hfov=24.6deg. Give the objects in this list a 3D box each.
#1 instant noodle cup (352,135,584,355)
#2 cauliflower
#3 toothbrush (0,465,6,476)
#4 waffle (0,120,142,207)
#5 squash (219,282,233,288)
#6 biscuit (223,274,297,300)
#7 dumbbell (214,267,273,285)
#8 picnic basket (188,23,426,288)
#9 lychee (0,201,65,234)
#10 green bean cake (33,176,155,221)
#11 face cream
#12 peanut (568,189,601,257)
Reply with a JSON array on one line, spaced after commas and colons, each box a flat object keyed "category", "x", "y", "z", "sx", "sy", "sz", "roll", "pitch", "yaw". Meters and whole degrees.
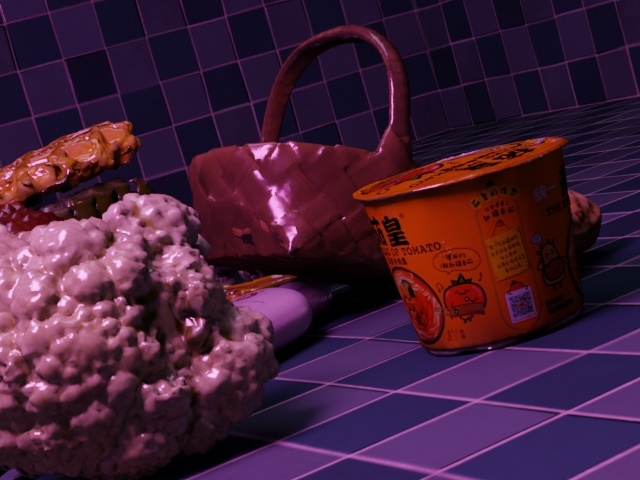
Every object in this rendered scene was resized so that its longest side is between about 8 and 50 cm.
[{"category": "instant noodle cup", "x": 0.155, "y": 0.005, "z": 1.427, "sx": 0.216, "sy": 0.172, "sz": 0.216, "roll": -16, "pitch": 7, "yaw": 2}, {"category": "cauliflower", "x": -0.197, "y": 0.075, "z": 1.308, "sx": 0.327, "sy": 0.260, "sz": 0.281, "roll": 22, "pitch": 10, "yaw": -1}, {"category": "toothbrush", "x": -0.269, "y": 0.171, "z": 1.425, "sx": 0.041, "sy": 0.040, "sz": 0.364, "roll": -12, "pitch": 16, "yaw": 31}, {"category": "waffle", "x": -0.486, "y": -0.092, "z": 2.442, "sx": 0.380, "sy": 0.095, "sz": 0.382, "roll": -18, "pitch": 11, "yaw": 37}, {"category": "squash", "x": -0.152, "y": 0.076, "z": 2.206, "sx": 0.027, "sy": 0.027, "sz": 0.083, "roll": -20, "pitch": 9, "yaw": -33}, {"category": "biscuit", "x": -0.153, "y": 0.095, "z": 1.995, "sx": 0.295, "sy": 0.044, "sz": 0.186, "roll": -17, "pitch": 4, "yaw": -10}, {"category": "dumbbell", "x": -0.125, "y": 0.035, "z": 2.265, "sx": 0.082, "sy": 0.081, "sz": 0.254, "roll": -21, "pitch": 8, "yaw": -35}, {"category": "picnic basket", "x": 0.010, "y": -0.110, "z": 1.823, "sx": 0.337, "sy": 0.337, "sz": 0.293, "roll": -21, "pitch": 9, "yaw": -37}, {"category": "lychee", "x": -0.338, "y": 0.093, "z": 1.611, "sx": 0.264, "sy": 0.264, "sz": 0.300, "roll": -22, "pitch": 53, "yaw": -41}, {"category": "green bean cake", "x": -0.442, "y": 0.037, "z": 2.430, "sx": 0.319, "sy": 0.218, "sz": 0.335, "roll": -12, "pitch": 6, "yaw": 32}, {"category": "face cream", "x": -0.083, "y": 0.100, "z": 1.652, "sx": 0.144, "sy": 0.071, "sz": 0.291, "roll": -14, "pitch": 6, "yaw": 37}, {"category": "peanut", "x": 0.214, "y": -0.006, "z": 1.659, "sx": 0.197, "sy": 0.110, "sz": 0.233, "roll": -9, "pitch": 9, "yaw": 18}]
